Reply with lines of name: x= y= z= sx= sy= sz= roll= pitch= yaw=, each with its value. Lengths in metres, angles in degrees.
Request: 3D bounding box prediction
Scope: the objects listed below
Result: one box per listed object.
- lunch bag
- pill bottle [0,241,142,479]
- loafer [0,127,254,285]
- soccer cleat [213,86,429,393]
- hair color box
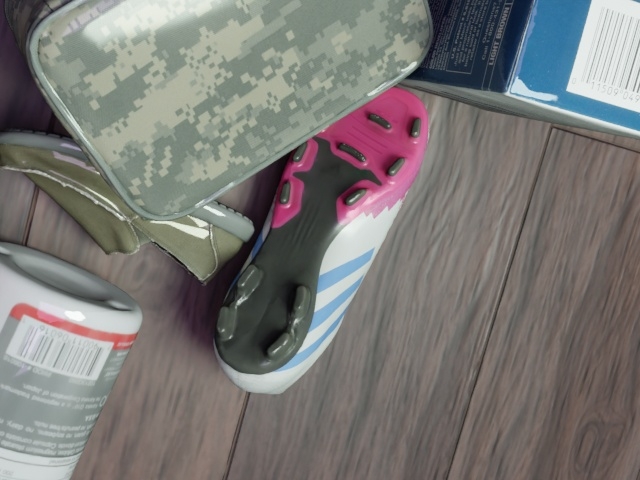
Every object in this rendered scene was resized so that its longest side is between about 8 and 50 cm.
lunch bag: x=-0.094 y=-0.199 z=0.803 sx=0.305 sy=0.256 sz=0.212 roll=-34 pitch=130 yaw=-5
pill bottle: x=-0.284 y=0.158 z=0.868 sx=0.161 sy=0.161 sz=0.283 roll=24 pitch=94 yaw=-20
loafer: x=-0.182 y=-0.028 z=0.895 sx=0.251 sy=0.094 sz=0.087 roll=24 pitch=89 yaw=-20
soccer cleat: x=0.000 y=0.000 z=0.961 sx=0.116 sy=0.143 sz=0.331 roll=27 pitch=71 yaw=16
hair color box: x=0.163 y=-0.163 z=0.836 sx=0.174 sy=0.347 sz=0.105 roll=13 pitch=98 yaw=-20
